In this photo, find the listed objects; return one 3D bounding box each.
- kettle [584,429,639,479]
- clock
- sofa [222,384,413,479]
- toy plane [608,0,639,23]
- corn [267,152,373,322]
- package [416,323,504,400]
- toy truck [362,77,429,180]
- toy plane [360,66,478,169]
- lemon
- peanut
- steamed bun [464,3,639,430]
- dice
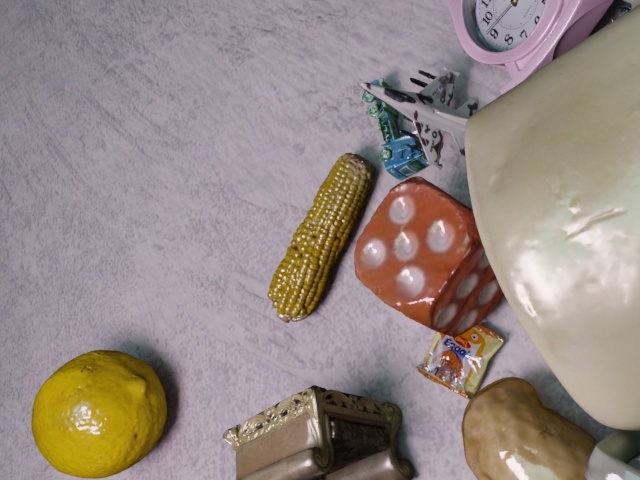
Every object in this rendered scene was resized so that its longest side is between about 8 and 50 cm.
[{"bbox_3d":[0.426,0.305,0.707,0.265,0.318,0.205,-12,80,33],"label":"kettle"},{"bbox_3d":[0.293,-0.395,0.982,0.275,0.080,0.290,60,138,28],"label":"clock"},{"bbox_3d":[0.005,0.350,1.048,0.200,0.258,0.182,-34,53,26],"label":"sofa"},{"bbox_3d":[0.434,-0.340,0.938,0.262,0.088,0.192,40,102,42],"label":"toy plane"},{"bbox_3d":[0.000,0.000,1.194,0.097,0.097,0.320,32,101,34],"label":"corn"},{"bbox_3d":[0.211,0.174,1.055,0.108,0.031,0.121,29,99,36],"label":"package"},{"bbox_3d":[0.131,-0.193,1.144,0.081,0.067,0.175,-22,69,26],"label":"toy truck"},{"bbox_3d":[0.155,-0.197,1.053,0.082,0.234,0.160,176,107,-72],"label":"toy plane"},{"bbox_3d":[-0.435,0.341,1.367,0.267,0.267,0.267,-5,81,35],"label":"lemon"},{"bbox_3d":[0.309,0.359,0.884,0.192,0.169,0.387,-40,60,30],"label":"peanut"},{"bbox_3d":[0.374,-0.032,0.784,0.371,0.290,0.456,-33,68,35],"label":"steamed bun"},{"bbox_3d":[0.172,0.025,1.006,0.179,0.174,0.175,37,100,39],"label":"dice"}]
